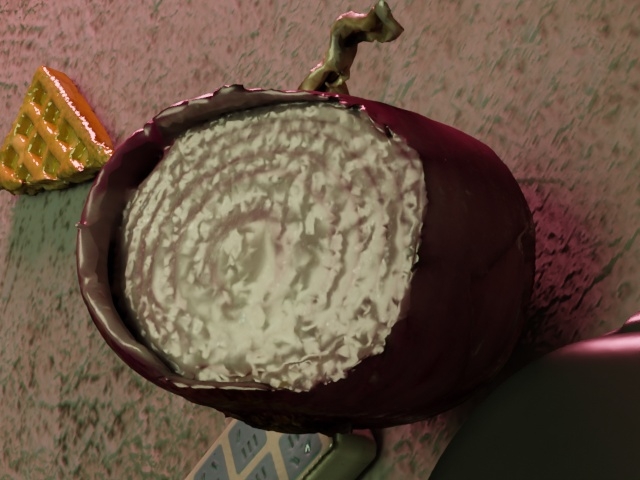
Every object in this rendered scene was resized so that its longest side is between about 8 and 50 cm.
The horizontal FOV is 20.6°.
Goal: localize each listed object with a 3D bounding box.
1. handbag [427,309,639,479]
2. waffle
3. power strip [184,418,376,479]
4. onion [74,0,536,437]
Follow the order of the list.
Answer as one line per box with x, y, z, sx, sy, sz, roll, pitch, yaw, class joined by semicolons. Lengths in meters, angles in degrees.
0.144;0.145;0.650;0.308;0.093;0.254;-12;64;54;handbag
-0.196;-0.044;1.300;0.125;0.032;0.191;-60;33;16;waffle
-0.036;0.138;0.975;0.192;0.035;0.081;-50;38;29;power strip
0.000;0.014;0.841;0.207;0.200;0.201;-26;49;13;onion
